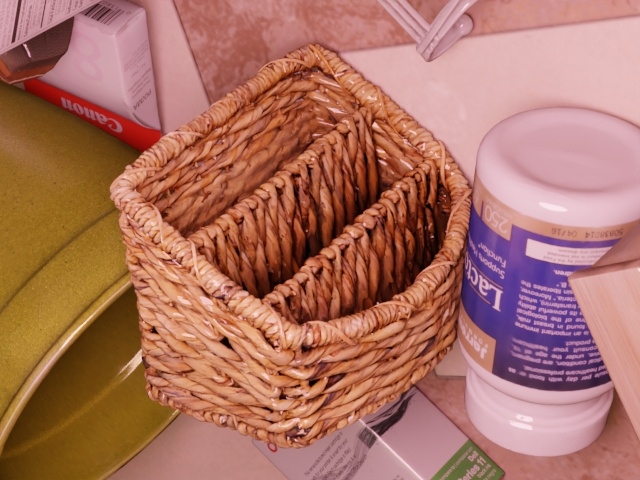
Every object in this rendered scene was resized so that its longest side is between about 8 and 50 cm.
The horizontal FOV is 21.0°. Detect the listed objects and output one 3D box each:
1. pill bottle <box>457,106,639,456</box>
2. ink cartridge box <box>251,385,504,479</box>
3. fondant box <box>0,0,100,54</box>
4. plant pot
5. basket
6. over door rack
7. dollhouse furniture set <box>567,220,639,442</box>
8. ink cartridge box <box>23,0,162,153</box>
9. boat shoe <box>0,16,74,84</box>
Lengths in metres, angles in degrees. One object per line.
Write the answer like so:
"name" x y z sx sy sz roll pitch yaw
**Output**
"pill bottle" 0.191 0.038 1.413 0.153 0.153 0.265 24 130 27
"ink cartridge box" 0.052 0.211 1.695 0.208 0.087 0.153 44 137 8
"fondant box" -0.264 -0.297 1.451 0.238 0.330 0.096 37 135 17
"plant pot" -0.298 0.017 1.678 0.353 0.366 0.366 41 136 18
"basket" 0.000 0.000 1.443 0.213 0.299 0.223 16 126 32
"over door rack" 0.070 -0.302 1.305 0.239 0.108 0.324 46 158 7
"dollhouse furniture set" 0.407 0.011 1.134 0.394 0.256 0.362 -13 108 45
"ink cartridge box" -0.245 -0.155 1.698 0.189 0.066 0.232 24 137 24
"boat shoe" -0.333 -0.288 1.593 0.120 0.122 0.324 -36 76 48
